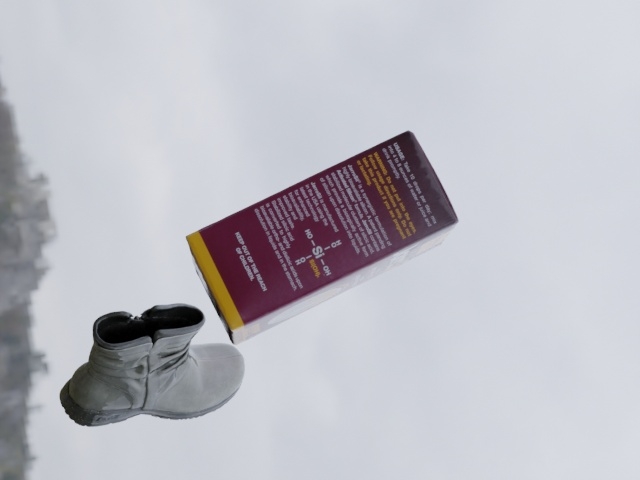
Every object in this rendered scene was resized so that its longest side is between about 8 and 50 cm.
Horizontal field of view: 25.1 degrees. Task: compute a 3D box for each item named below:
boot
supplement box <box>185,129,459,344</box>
[{"bbox_3d":[-0.161,0.130,1.602,0.083,0.246,0.161,60,-44,25],"label":"boot"},{"bbox_3d":[0.000,0.000,1.090,0.081,0.188,0.104,63,-6,8],"label":"supplement box"}]
